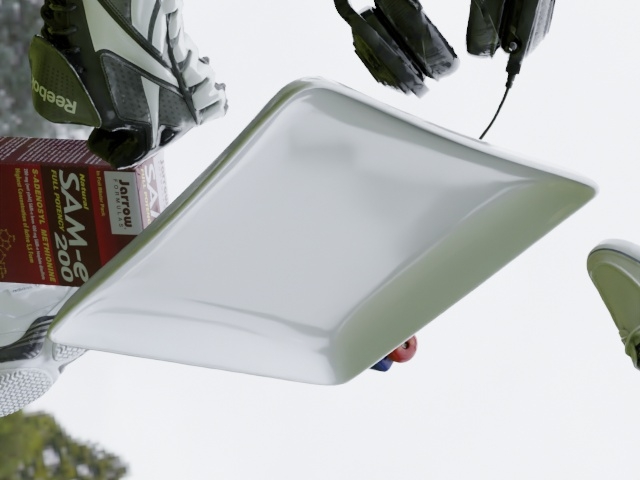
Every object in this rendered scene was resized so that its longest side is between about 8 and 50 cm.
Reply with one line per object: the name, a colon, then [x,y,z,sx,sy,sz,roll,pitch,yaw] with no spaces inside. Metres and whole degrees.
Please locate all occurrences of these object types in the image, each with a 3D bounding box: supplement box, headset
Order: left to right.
supplement box: [-0.266,-0.027,1.321,0.073,0.239,0.130,-57,146,-61]
headset: [0.147,-0.234,1.482,0.185,0.243,0.394,-42,115,-82]

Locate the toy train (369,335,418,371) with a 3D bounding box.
toy train: [0.081,0.015,1.601,0.248,0.143,0.105,-58,-154,-16]

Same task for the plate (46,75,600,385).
plate: [0.000,0.000,0.910,0.278,0.277,0.045,-41,-127,33]

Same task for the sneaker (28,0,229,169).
sneaker: [-0.131,-0.120,0.804,0.078,0.106,0.234,38,-16,32]

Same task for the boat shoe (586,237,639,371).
boat shoe: [0.393,0.117,1.585,0.267,0.088,0.096,54,-40,6]

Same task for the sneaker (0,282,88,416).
sneaker: [-0.358,0.067,1.842,0.210,0.366,0.137,49,-28,19]
